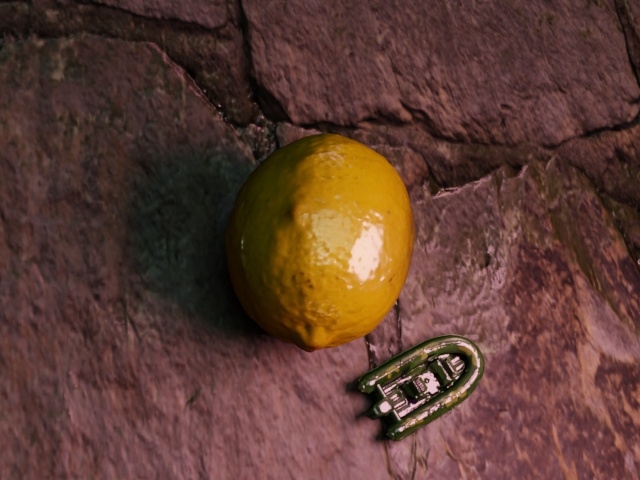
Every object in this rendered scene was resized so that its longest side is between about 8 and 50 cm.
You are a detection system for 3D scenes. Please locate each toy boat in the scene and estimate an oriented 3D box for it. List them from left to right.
[{"bbox_3d":[0.143,0.197,1.439,0.210,0.052,0.104,-24,74,-31],"label":"toy boat"}]

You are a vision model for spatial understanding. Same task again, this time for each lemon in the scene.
[{"bbox_3d":[0.000,0.002,1.358,0.261,0.260,0.284,22,82,-13],"label":"lemon"}]
